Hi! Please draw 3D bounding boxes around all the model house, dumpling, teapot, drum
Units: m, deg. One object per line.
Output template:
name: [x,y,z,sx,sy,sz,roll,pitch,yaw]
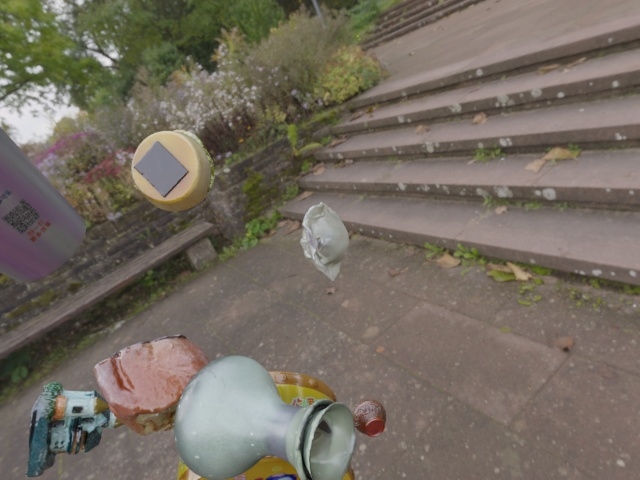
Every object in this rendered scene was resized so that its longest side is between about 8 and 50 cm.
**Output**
model house: [-0.770,0.596,1.360,0.291,0.253,0.184,8,5,-32]
dumpling: [0.000,0.000,0.960,0.108,0.188,0.127,-11,-12,36]
teapot: [-0.082,0.270,0.612,0.250,0.183,0.183,-2,30,36]
drum: [-0.134,0.527,1.029,0.431,0.431,0.214,-23,37,7]

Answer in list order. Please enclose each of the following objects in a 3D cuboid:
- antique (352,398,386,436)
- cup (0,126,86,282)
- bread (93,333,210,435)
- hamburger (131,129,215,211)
antique: [0.138,0.501,1.198,0.104,0.104,0.104,-22,21,9]
cup: [-0.465,-0.074,0.545,0.203,0.288,0.203,-10,52,13]
bread: [-0.295,0.280,0.795,0.190,0.123,0.244,-17,-27,-19]
hamburger: [-0.527,-0.253,1.530,0.300,0.300,0.176,-24,-1,3]
